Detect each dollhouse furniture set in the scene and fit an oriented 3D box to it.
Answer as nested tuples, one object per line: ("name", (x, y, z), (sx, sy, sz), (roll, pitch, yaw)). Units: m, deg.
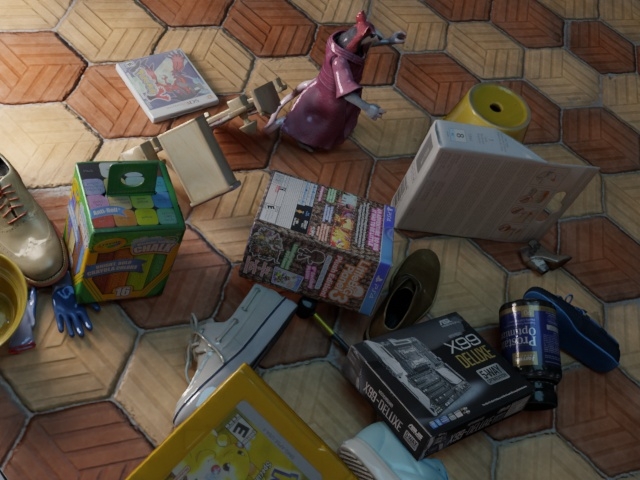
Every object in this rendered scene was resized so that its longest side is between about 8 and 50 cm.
("dollhouse furniture set", (-0.233, -0.218, 1.807), (0.173, 0.303, 0.355), (65, 23, -12))

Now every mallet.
("mallet", (0.018, 0.194, 1.624), (0.039, 0.062, 0.189), (-39, 87, -30))

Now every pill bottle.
("pill bottle", (0.445, 0.243, 1.643), (0.123, 0.123, 0.219), (7, 66, -12))

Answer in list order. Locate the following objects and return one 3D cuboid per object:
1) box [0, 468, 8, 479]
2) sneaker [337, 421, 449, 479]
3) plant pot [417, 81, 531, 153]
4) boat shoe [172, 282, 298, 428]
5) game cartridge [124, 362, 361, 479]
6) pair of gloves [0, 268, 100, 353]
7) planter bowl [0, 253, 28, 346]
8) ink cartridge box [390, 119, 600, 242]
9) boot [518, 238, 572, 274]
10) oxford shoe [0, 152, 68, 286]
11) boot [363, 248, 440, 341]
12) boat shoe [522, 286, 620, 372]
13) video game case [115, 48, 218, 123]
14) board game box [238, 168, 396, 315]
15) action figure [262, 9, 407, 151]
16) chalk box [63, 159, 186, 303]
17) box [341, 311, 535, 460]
("box", (-0.536, 0.463, 1.112), (0.231, 0.262, 0.127), (-32, 68, -32))
("sneaker", (0.201, 0.473, 1.406), (0.150, 0.135, 0.366), (-31, 69, -29))
("plant pot", (0.397, -0.254, 1.933), (0.254, 0.239, 0.254), (8, 52, -10))
("boat shoe", (-0.197, 0.202, 1.486), (0.156, 0.136, 0.367), (33, 49, 8))
("game cartridge", (-0.114, 0.413, 1.277), (0.285, 0.052, 0.324), (-45, 88, -1))
("pair of gloves", (-0.534, 0.133, 1.507), (0.198, 0.023, 0.159), (-13, 61, -23))
("planter bowl", (-0.630, 0.132, 1.420), (0.217, 0.090, 0.217), (0, 65, 1))
("ink cartridge box", (0.391, -0.125, 1.791), (0.385, 0.308, 0.091), (5, 55, -13))
("boot", (0.545, 0.033, 1.891), (0.118, 0.042, 0.087), (-19, 60, -28))
("oxford shoe", (-0.618, -0.055, 1.536), (0.123, 0.130, 0.348), (-35, 66, -16))
("boot", (0.198, 0.111, 1.685), (0.112, 0.115, 0.305), (28, 50, 8))
("boat shoe", (0.563, 0.194, 1.757), (0.258, 0.109, 0.089), (44, 46, -4))
("video game case", (-0.382, -0.390, 1.936), (0.183, 0.023, 0.201), (-23, 64, -30))
("board game box", (0.000, 0.000, 1.649), (0.291, 0.141, 0.232), (18, 33, -3))
("action figure", (0.041, -0.401, 1.850), (0.276, 0.370, 0.248), (18, 50, 0))
("chalk box", (-0.378, -0.036, 1.493), (0.180, 0.289, 0.179), (-5, 55, -28))
("box", (0.233, 0.275, 1.530), (0.307, 0.076, 0.242), (-11, 45, -37))
